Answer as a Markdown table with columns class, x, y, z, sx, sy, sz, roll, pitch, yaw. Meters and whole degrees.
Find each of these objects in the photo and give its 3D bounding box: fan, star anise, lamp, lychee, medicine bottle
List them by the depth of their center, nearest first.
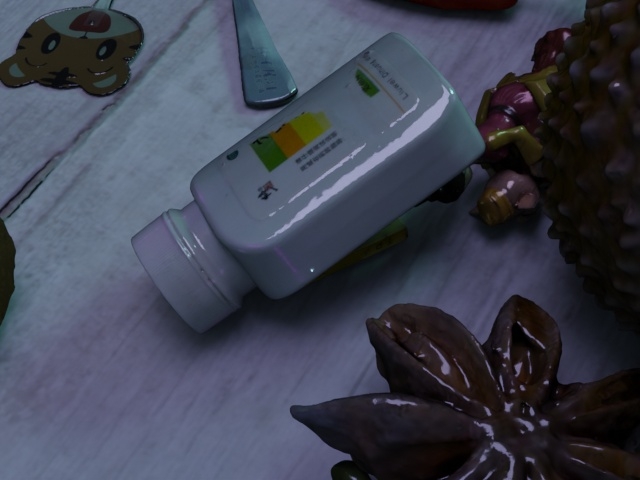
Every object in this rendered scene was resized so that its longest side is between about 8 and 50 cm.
| class | x | y | z | sx | sy | sz | roll | pitch | yaw |
| --- | --- | --- | --- | --- | --- | --- | --- | --- | --- |
| star anise | 0.130 | 0.167 | 0.917 | 0.315 | 0.108 | 0.315 | 4 | 59 | -7 |
| lychee | 0.342 | -0.076 | 0.929 | 0.380 | 0.380 | 0.432 | -42 | 17 | -26 |
| medicine bottle | -0.015 | -0.047 | 1.072 | 0.296 | 0.111 | 0.161 | -36 | 38 | 3 |
| lamp | 0.189 | -0.089 | 1.146 | 0.118 | 0.118 | 0.253 | 26 | 60 | 25 |
| fan | -0.076 | -0.244 | 1.366 | 0.057 | 0.023 | 0.282 | -12 | 51 | -3 |
| fan | -0.257 | -0.244 | 1.392 | 0.152 | 0.008 | 0.227 | 8 | 51 | 14 |

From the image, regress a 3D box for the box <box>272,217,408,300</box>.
| class | x | y | z | sx | sy | sz | roll | pitch | yaw |
| --- | --- | --- | --- | --- | --- | --- | --- | --- | --- |
| box | 0.000 | 0.000 | 1.147 | 0.149 | 0.020 | 0.073 | -24 | 52 | -14 |

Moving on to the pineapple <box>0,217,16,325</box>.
| class | x | y | z | sx | sy | sz | roll | pitch | yaw |
| --- | --- | --- | --- | --- | --- | --- | --- | --- | --- |
| pineapple | -0.457 | 0.014 | 1.100 | 0.364 | 0.166 | 0.166 | 6 | 50 | 14 |

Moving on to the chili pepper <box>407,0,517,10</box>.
| class | x | y | z | sx | sy | sz | roll | pitch | yaw |
| --- | --- | --- | --- | --- | --- | --- | --- | --- | --- |
| chili pepper | 0.135 | -0.283 | 1.350 | 0.272 | 0.071 | 0.063 | 6 | 89 | 18 |

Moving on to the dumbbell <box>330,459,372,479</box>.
| class | x | y | z | sx | sy | sz | roll | pitch | yaw |
| --- | --- | --- | --- | --- | --- | --- | --- | --- | --- |
| dumbbell | -0.012 | 0.212 | 0.943 | 0.118 | 0.052 | 0.046 | -29 | 97 | -19 |
